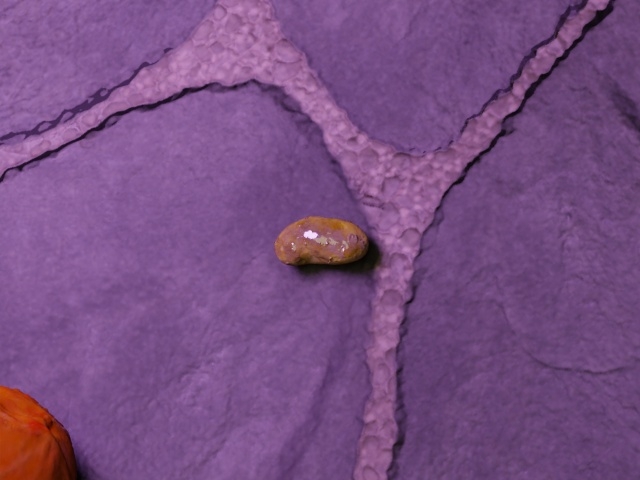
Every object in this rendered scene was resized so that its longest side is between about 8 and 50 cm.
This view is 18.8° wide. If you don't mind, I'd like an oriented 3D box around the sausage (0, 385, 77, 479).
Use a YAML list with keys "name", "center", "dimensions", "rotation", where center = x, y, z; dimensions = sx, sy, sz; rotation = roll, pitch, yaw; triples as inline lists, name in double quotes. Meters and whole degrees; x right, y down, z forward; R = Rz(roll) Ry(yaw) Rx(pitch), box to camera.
- name: "sausage"
  center: [-0.356, 0.236, 1.778]
  dimensions: [0.268, 0.153, 0.141]
  rotation: [-26, 103, 4]

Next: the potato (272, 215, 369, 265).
- name: "potato"
  center: [0.000, 0.000, 1.821]
  dimensions: [0.092, 0.045, 0.046]
  rotation: [-2, 110, 15]
